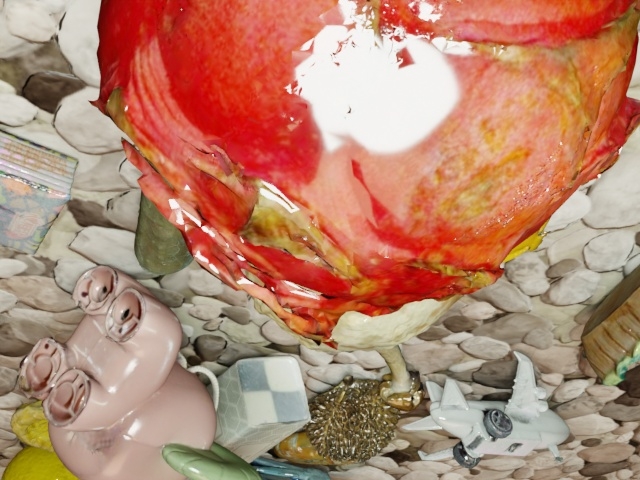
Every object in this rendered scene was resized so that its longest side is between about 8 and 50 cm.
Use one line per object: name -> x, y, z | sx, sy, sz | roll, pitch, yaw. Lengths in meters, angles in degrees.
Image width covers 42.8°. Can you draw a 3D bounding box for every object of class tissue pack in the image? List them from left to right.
tissue pack -> -0.312, -0.053, 0.746 | 0.148, 0.060, 0.109 | 22, 140, -26

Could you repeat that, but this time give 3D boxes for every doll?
doll -> -0.196, 0.183, 0.952 | 0.216, 0.284, 0.268 | -55, 138, -2

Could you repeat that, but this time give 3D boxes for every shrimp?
shrimp -> 0.019, 0.325, 1.288 | 0.188, 0.051, 0.132 | -8, 156, 23

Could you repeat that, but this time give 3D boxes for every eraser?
eraser -> -0.164, 0.288, 1.172 | 0.096, 0.098, 0.404 | 5, 147, -36

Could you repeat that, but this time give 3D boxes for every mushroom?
mushroom -> 0.090, 0.165, 1.052 | 0.061, 0.060, 0.187 | -12, 139, 14

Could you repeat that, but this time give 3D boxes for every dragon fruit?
dragon fruit -> 0.029, -0.104, 0.484 | 0.302, 0.295, 0.295 | -30, 141, -2

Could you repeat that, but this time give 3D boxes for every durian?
durian -> 0.045, 0.256, 1.140 | 0.149, 0.091, 0.188 | -5, 130, 0

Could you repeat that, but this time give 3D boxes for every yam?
yam -> -0.135, -0.040, 0.760 | 0.068, 0.068, 0.169 | 9, 142, -12

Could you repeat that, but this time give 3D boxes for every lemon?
lemon -> -0.402, 0.398, 1.254 | 0.179, 0.203, 0.178 | -7, 163, -2

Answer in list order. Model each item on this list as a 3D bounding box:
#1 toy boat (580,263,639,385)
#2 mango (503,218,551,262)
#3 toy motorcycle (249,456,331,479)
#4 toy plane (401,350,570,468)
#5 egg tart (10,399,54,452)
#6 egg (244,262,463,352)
toy boat -> 0.383, 0.052, 0.862 | 0.099, 0.108, 0.293 | 41, 130, 0
mango -> 0.171, -0.040, 0.763 | 0.101, 0.066, 0.187 | 19, 136, -12
toy motorcycle -> -0.033, 0.433, 1.327 | 0.260, 0.154, 0.206 | 16, -176, -20
toy plane -> 0.251, 0.261, 1.145 | 0.255, 0.101, 0.251 | 17, 129, -22
egg tart -> -0.335, 0.251, 1.153 | 0.191, 0.074, 0.191 | -1, 145, -1
egg -> 0.043, -0.008, 0.696 | 0.233, 0.195, 0.195 | -45, 131, 6
